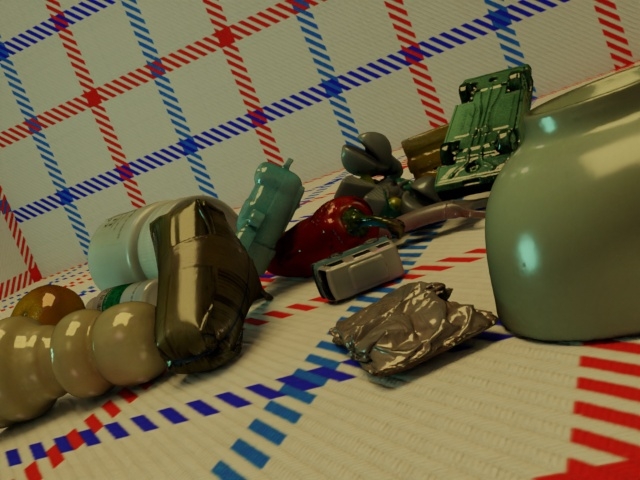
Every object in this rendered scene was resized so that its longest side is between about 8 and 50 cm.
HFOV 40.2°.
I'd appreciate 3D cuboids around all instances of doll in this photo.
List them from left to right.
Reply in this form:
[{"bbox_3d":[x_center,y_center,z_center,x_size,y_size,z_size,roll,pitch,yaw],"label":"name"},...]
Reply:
[{"bbox_3d":[0.120,-0.104,1.561,0.194,0.153,0.258,24,19,3],"label":"doll"}]

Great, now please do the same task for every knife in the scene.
[{"bbox_3d":[0.179,-0.031,1.422,0.277,0.053,0.123,-16,4,27],"label":"knife"}]

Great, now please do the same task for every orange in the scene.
[{"bbox_3d":[-0.513,0.161,1.663,0.154,0.155,0.134,-18,-28,26],"label":"orange"}]

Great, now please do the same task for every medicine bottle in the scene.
[{"bbox_3d":[-0.356,0.127,1.635,0.095,0.095,0.260,-29,9,-39],"label":"medicine bottle"},{"bbox_3d":[-0.318,0.025,1.777,0.211,0.211,0.371,-27,10,-33],"label":"medicine bottle"}]

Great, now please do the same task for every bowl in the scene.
[{"bbox_3d":[0.304,-0.063,0.827,0.353,0.185,0.354,-21,8,3],"label":"bowl"}]

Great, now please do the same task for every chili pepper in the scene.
[{"bbox_3d":[0.000,0.000,1.464,0.110,0.110,0.387,-28,2,-35],"label":"chili pepper"}]

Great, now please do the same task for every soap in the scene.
[{"bbox_3d":[0.286,-0.166,1.674,0.232,0.140,0.073,-18,10,25],"label":"soap"}]

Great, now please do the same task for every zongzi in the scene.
[{"bbox_3d":[-0.134,0.111,1.257,0.123,0.289,0.260,-20,50,13],"label":"zongzi"}]

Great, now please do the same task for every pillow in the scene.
[{"bbox_3d":[0.085,0.085,0.927,0.135,0.049,0.248,-27,6,-7],"label":"pillow"}]

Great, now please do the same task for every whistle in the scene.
[{"bbox_3d":[-0.105,-0.013,1.475,0.186,0.093,0.274,165,129,-87],"label":"whistle"}]

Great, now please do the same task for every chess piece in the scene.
[{"bbox_3d":[-0.347,0.167,1.238,0.299,0.167,0.167,-12,11,16],"label":"chess piece"}]

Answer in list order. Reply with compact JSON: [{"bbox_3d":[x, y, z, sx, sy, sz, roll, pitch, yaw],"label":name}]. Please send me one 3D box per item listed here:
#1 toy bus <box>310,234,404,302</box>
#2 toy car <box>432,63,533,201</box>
[{"bbox_3d":[0.054,0.043,1.235,0.122,0.060,0.075,-21,12,-7],"label":"toy bus"},{"bbox_3d":[0.287,-0.184,1.505,0.141,0.097,0.321,-11,38,30],"label":"toy car"}]
